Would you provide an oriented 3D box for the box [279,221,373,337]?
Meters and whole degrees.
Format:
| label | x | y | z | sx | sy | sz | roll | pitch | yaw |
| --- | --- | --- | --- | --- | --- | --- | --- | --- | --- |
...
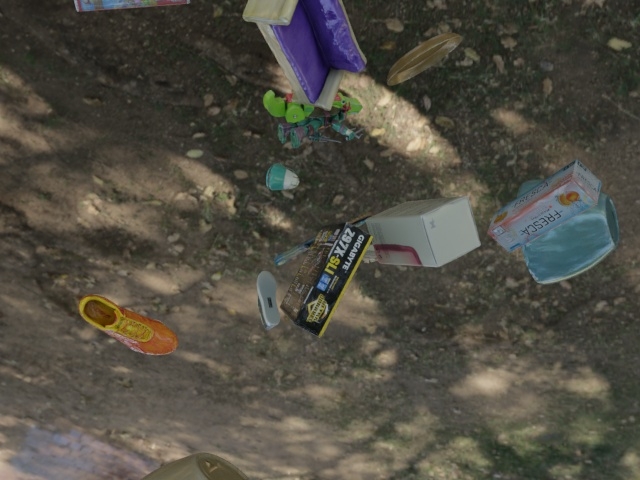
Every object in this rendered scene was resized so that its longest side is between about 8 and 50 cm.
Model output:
| label | x | y | z | sx | sy | sz | roll | pitch | yaw |
| --- | --- | --- | --- | --- | --- | --- | --- | --- | --- |
| box | 0.003 | 0.086 | 1.379 | 0.079 | 0.257 | 0.322 | 30 | 174 | -9 |

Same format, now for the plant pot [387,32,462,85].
| label | x | y | z | sx | sy | sz | roll | pitch | yaw |
| --- | --- | --- | --- | --- | --- | --- | --- | --- | --- |
| plant pot | 0.284 | -0.513 | 1.565 | 0.236 | 0.236 | 0.032 | -29 | 91 | 42 |

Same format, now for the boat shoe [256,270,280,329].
| label | x | y | z | sx | sy | sz | roll | pitch | yaw |
| --- | --- | --- | --- | --- | --- | --- | --- | --- | --- |
| boat shoe | -0.203 | 0.221 | 2.066 | 0.077 | 0.220 | 0.070 | 6 | 149 | -28 |

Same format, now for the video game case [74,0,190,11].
| label | x | y | z | sx | sy | sz | roll | pitch | yaw |
| --- | --- | --- | --- | --- | --- | --- | --- | --- | --- |
| video game case | -0.489 | -0.697 | 1.409 | 0.284 | 0.025 | 0.204 | -13 | 112 | -18 |

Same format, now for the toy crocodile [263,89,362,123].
| label | x | y | z | sx | sy | sz | roll | pitch | yaw |
| --- | --- | --- | --- | --- | --- | --- | --- | --- | --- |
| toy crocodile | -0.024 | -0.462 | 1.897 | 0.340 | 0.115 | 0.105 | -4 | 128 | -11 |

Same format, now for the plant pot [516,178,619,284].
| label | x | y | z | sx | sy | sz | roll | pitch | yaw |
| --- | --- | --- | --- | --- | --- | --- | --- | --- | --- |
| plant pot | 0.667 | -0.035 | 1.477 | 0.195 | 0.290 | 0.290 | -10 | 134 | 38 |

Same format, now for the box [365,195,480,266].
| label | x | y | z | sx | sy | sz | roll | pitch | yaw |
| --- | --- | --- | --- | --- | --- | --- | --- | --- | --- |
| box | 0.244 | -0.021 | 1.355 | 0.232 | 0.148 | 0.127 | 1 | 111 | 62 |

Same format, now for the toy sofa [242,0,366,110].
| label | x | y | z | sx | sy | sz | roll | pitch | yaw |
| --- | --- | --- | --- | --- | --- | --- | --- | --- | --- |
| toy sofa | -0.023 | -0.470 | 1.332 | 0.177 | 0.150 | 0.362 | 15 | 166 | 21 |

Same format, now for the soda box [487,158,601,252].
| label | x | y | z | sx | sy | sz | roll | pitch | yaw |
| --- | --- | --- | --- | --- | --- | --- | --- | --- | --- |
| soda box | 0.364 | -0.052 | 0.919 | 0.058 | 0.063 | 0.183 | 40 | 141 | -7 |

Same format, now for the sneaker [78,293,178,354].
| label | x | y | z | sx | sy | sz | roll | pitch | yaw |
| --- | --- | --- | --- | --- | --- | --- | --- | --- | --- |
| sneaker | -0.319 | 0.146 | 0.921 | 0.175 | 0.064 | 0.067 | 27 | 172 | -16 |

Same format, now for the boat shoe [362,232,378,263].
| label | x | y | z | sx | sy | sz | roll | pitch | yaw |
| --- | --- | --- | --- | --- | --- | --- | --- | --- | --- |
| boat shoe | 0.188 | 0.041 | 2.232 | 0.341 | 0.121 | 0.110 | 2 | 118 | 51 |

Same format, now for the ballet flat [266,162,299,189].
| label | x | y | z | sx | sy | sz | roll | pitch | yaw |
| --- | --- | --- | --- | --- | --- | --- | --- | --- | --- |
| ballet flat | -0.108 | -0.192 | 1.711 | 0.087 | 0.247 | 0.083 | 11 | 98 | 1 |

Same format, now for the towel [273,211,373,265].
| label | x | y | z | sx | sy | sz | roll | pitch | yaw |
| --- | --- | --- | --- | --- | --- | --- | --- | --- | --- |
| towel | 0.000 | 0.000 | 1.899 | 0.040 | 0.271 | 0.370 | 64 | 158 | 0 |

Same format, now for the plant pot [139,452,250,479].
| label | x | y | z | sx | sy | sz | roll | pitch | yaw |
| --- | --- | --- | --- | --- | --- | --- | --- | --- | --- |
| plant pot | -0.212 | 0.481 | 0.947 | 0.284 | 0.191 | 0.284 | 33 | 177 | 2 |

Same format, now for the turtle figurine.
| label | x | y | z | sx | sy | sz | roll | pitch | yaw |
| --- | --- | --- | --- | --- | --- | --- | --- | --- | --- |
| turtle figurine | 0.005 | -0.323 | 1.577 | 0.175 | 0.234 | 0.118 | 7 | 114 | 62 |
